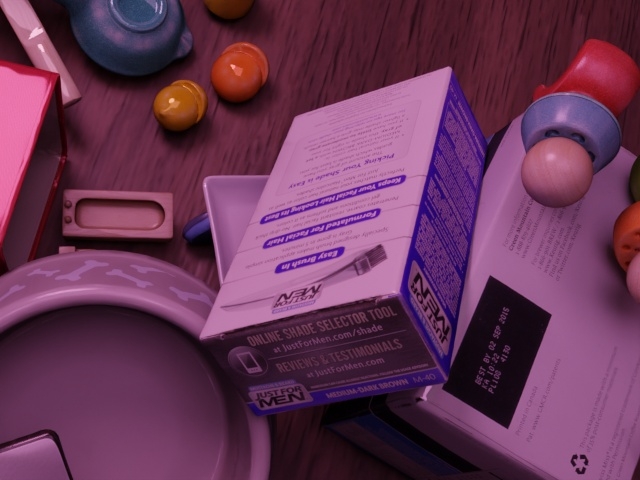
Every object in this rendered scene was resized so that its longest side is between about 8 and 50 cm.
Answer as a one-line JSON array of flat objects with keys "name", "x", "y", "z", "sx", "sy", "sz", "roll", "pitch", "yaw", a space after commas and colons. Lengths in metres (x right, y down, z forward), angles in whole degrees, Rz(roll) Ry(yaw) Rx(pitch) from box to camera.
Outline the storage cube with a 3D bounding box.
[{"name": "storage cube", "x": -0.372, "y": -0.068, "z": 1.021, "sx": 0.193, "sy": 0.183, "sz": 0.215, "roll": 13, "pitch": 67, "yaw": -6}]

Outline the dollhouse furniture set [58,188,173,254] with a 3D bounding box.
[{"name": "dollhouse furniture set", "x": -0.191, "y": 0.016, "z": 1.044, "sx": 0.144, "sy": 0.123, "sz": 0.151, "roll": 2, "pitch": 80, "yaw": -12}]

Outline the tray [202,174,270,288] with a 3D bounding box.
[{"name": "tray", "x": 0.000, "y": 0.000, "z": 1.121, "sx": 0.270, "sy": 0.030, "sz": 0.145, "roll": -3, "pitch": 75, "yaw": -33}]

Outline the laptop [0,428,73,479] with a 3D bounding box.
[{"name": "laptop", "x": -0.314, "y": 0.417, "z": 0.749, "sx": 0.382, "sy": 0.236, "sz": 0.408, "roll": -18, "pitch": 106, "yaw": -12}]

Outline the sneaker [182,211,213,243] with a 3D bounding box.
[{"name": "sneaker", "x": -0.078, "y": -0.007, "z": 1.133, "sx": 0.144, "sy": 0.053, "sz": 0.059, "roll": -6, "pitch": 72, "yaw": -14}]

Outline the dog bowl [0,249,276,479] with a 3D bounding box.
[{"name": "dog bowl", "x": -0.202, "y": 0.185, "z": 0.924, "sx": 0.349, "sy": 0.102, "sz": 0.348, "roll": -1, "pitch": 96, "yaw": -12}]

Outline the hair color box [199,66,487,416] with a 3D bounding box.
[{"name": "hair color box", "x": 0.036, "y": -0.009, "z": 0.947, "sx": 0.110, "sy": 0.185, "sz": 0.339, "roll": 60, "pitch": 31, "yaw": -28}]

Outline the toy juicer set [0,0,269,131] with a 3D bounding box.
[{"name": "toy juicer set", "x": -0.212, "y": -0.219, "z": 1.177, "sx": 0.329, "sy": 0.089, "sz": 0.209, "roll": -7, "pitch": 83, "yaw": -24}]

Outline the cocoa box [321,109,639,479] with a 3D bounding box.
[{"name": "cocoa box", "x": 0.199, "y": 0.082, "z": 1.048, "sx": 0.231, "sy": 0.228, "sz": 0.347, "roll": 32, "pitch": 65, "yaw": -11}]

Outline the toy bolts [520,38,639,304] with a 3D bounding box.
[{"name": "toy bolts", "x": 0.285, "y": -0.064, "z": 0.888, "sx": 0.228, "sy": 0.218, "sz": 0.158, "roll": 31, "pitch": 51, "yaw": -3}]
